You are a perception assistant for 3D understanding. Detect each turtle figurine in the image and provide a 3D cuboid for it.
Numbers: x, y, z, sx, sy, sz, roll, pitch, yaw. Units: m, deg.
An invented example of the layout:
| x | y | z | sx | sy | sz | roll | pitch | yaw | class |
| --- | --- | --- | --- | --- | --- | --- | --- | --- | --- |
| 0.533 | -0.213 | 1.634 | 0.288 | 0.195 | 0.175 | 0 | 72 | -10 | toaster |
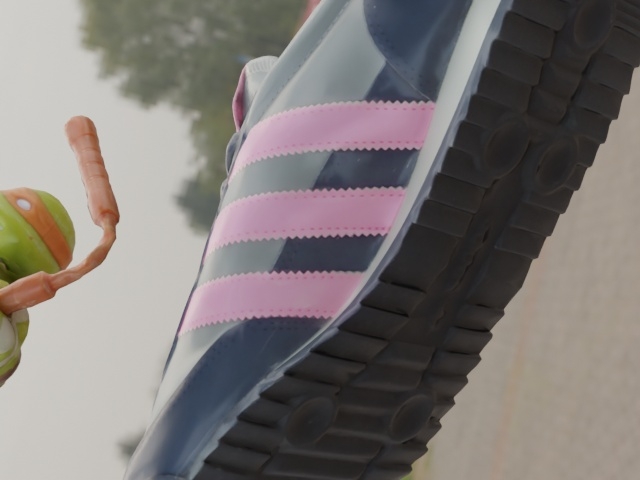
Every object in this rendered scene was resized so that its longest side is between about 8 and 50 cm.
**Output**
| x | y | z | sx | sy | sz | roll | pitch | yaw | class |
| --- | --- | --- | --- | --- | --- | --- | --- | --- | --- |
| -0.166 | 0.048 | 0.719 | 0.217 | 0.087 | 0.269 | -43 | 24 | -13 | turtle figurine |

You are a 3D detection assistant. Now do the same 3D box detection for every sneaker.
| x | y | z | sx | sy | sz | roll | pitch | yaw | class |
| --- | --- | --- | --- | --- | --- | --- | --- | --- | --- |
| 0.000 | 0.000 | 0.766 | 0.112 | 0.131 | 0.319 | 29 | -84 | -49 | sneaker |
